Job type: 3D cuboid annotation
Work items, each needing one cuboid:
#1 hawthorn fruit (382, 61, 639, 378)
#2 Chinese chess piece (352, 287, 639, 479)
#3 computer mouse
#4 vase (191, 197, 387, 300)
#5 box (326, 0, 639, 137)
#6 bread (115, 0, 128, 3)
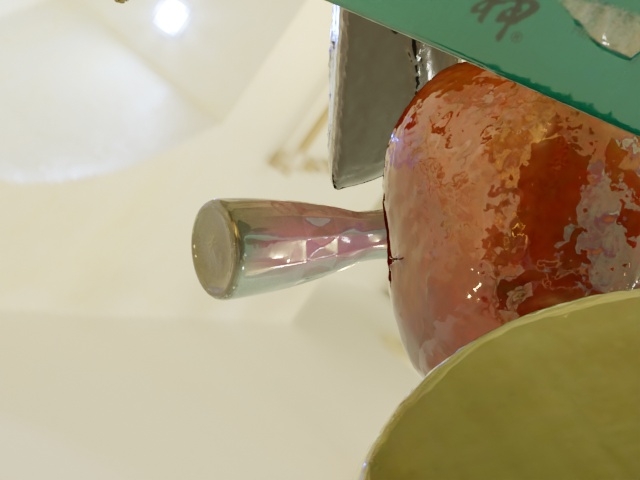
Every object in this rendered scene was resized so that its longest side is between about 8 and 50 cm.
[{"bbox_3d":[0.141,0.012,1.130,0.224,0.224,0.260,30,-123,-24],"label":"hawthorn fruit"},{"bbox_3d":[0.177,0.173,0.813,0.349,0.146,0.349,-3,-142,3],"label":"Chinese chess piece"},{"bbox_3d":[0.057,-0.158,1.305,0.100,0.269,0.170,0,-131,-3],"label":"computer mouse"},{"bbox_3d":[0.000,0.000,1.532,0.214,0.086,0.086,-5,-144,-31],"label":"vase"},{"bbox_3d":[0.116,-0.136,0.835,0.245,0.092,0.153,22,-150,-14],"label":"box"},{"bbox_3d":[-0.151,-0.261,1.387,0.136,0.054,0.154,-21,-108,-49],"label":"bread"}]
